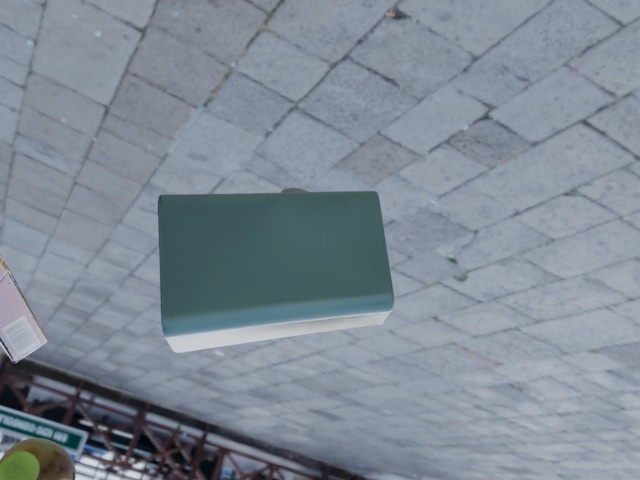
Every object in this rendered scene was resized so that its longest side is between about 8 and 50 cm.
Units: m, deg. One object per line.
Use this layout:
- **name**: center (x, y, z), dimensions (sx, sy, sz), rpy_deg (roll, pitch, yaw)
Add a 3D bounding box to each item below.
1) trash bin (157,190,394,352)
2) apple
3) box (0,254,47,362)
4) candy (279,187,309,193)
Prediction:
- **trash bin**: center (-0.073, 0.041, 1.105), dimensions (0.343, 0.223, 0.158), rpy_deg (-4, 160, -8)
- **apple**: center (-0.595, 0.492, 1.447), dimensions (0.147, 0.163, 0.146), rpy_deg (30, 159, 21)
- **box**: center (-0.669, 0.085, 1.390), dimensions (0.197, 0.089, 0.313), rpy_deg (42, 151, 26)
- **candy**: center (0.000, 0.000, 1.409), dimensions (0.260, 0.118, 0.260), rpy_deg (39, -167, -11)
